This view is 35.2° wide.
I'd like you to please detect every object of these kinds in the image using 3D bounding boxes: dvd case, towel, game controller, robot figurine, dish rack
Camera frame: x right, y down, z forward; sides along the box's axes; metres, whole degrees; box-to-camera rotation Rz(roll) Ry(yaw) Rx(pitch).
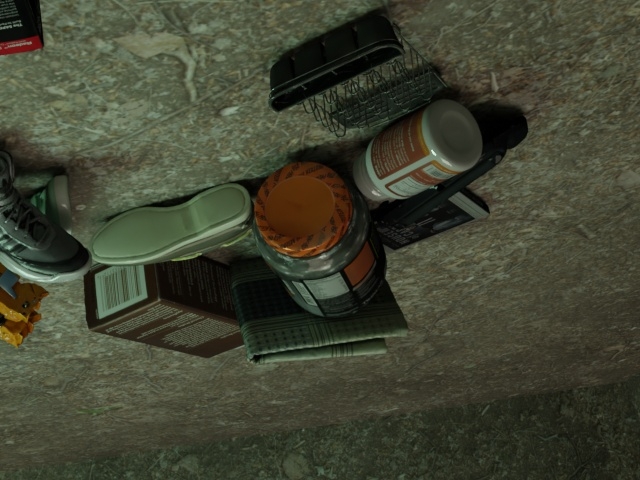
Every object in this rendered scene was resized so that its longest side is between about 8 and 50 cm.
[{"bbox_3d":[0.199,-0.046,2.037,0.238,0.029,0.179,-23,154,25],"label":"dvd case"},{"bbox_3d":[-0.008,0.127,2.019,0.324,0.312,0.056,-7,124,-9],"label":"towel"},{"bbox_3d":[0.229,-0.119,1.786,0.319,0.067,0.166,-36,-176,46],"label":"game controller"},{"bbox_3d":[-0.591,0.049,1.661,0.291,0.085,0.211,38,146,-1],"label":"robot figurine"},{"bbox_3d":[0.066,-0.224,1.495,0.208,0.074,0.271,-20,156,23],"label":"dish rack"}]

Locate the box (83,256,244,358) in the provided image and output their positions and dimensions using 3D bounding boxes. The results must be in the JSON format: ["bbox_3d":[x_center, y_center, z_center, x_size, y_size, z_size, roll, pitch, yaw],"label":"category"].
[{"bbox_3d":[-0.285,0.130,2.088,0.191,0.143,0.381,-23,153,25],"label":"box"}]

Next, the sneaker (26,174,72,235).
[{"bbox_3d":[-0.495,-0.028,1.670,0.151,0.094,0.256,3,153,-23],"label":"sneaker"}]

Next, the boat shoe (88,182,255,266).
[{"bbox_3d":[-0.258,-0.011,1.800,0.305,0.109,0.091,-17,152,5],"label":"boat shoe"}]

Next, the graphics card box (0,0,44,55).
[{"bbox_3d":[-0.432,-0.315,1.019,0.233,0.094,0.371,-8,158,-6],"label":"graphics card box"}]

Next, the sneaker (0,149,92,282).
[{"bbox_3d":[-0.467,-0.041,1.534,0.268,0.101,0.153,28,140,1],"label":"sneaker"}]

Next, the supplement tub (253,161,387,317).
[{"bbox_3d":[0.000,0.000,1.820,0.207,0.207,0.338,-14,157,6],"label":"supplement tub"}]

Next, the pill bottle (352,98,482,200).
[{"bbox_3d":[0.152,-0.140,1.658,0.121,0.121,0.216,6,161,-35],"label":"pill bottle"}]
